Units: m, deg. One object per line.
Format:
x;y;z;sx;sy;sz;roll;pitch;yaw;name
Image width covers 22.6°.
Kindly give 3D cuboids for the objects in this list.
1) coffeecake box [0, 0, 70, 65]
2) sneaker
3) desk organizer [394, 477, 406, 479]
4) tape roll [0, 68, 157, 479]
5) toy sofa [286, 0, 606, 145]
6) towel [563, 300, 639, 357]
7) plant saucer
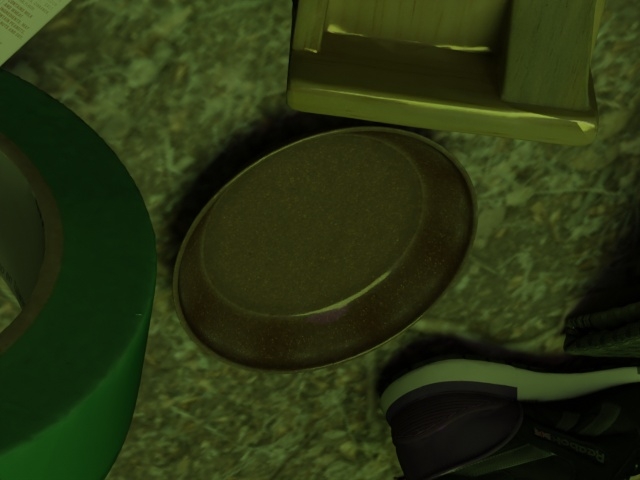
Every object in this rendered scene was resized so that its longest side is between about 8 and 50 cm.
-0.166;-0.142;0.701;0.185;0.142;0.068;-40;135;12;coffeecake box
0.178;0.163;1.150;0.283;0.124;0.107;4;144;-26;sneaker
0.094;0.231;1.242;0.050;0.047;0.130;-20;136;-11;desk organizer
-0.233;0.021;0.692;0.321;0.321;0.077;-4;131;-22;tape roll
0.078;-0.236;0.699;0.150;0.177;0.363;6;128;-4;toy sofa
0.370;0.031;1.076;0.312;0.056;0.324;1;167;-23;towel
0.000;0.000;0.990;0.198;0.036;0.199;-13;135;-13;plant saucer
